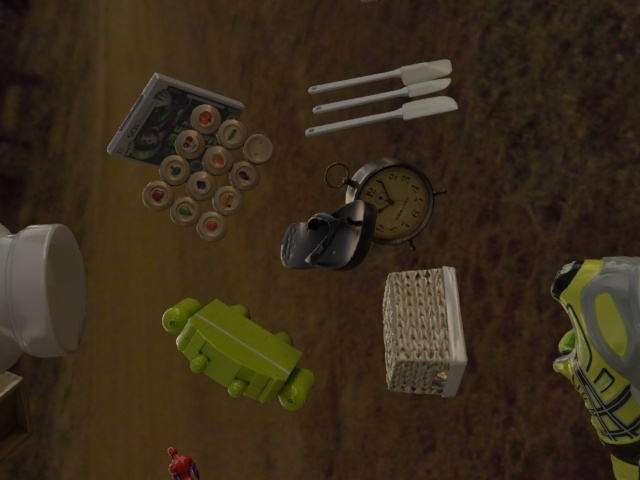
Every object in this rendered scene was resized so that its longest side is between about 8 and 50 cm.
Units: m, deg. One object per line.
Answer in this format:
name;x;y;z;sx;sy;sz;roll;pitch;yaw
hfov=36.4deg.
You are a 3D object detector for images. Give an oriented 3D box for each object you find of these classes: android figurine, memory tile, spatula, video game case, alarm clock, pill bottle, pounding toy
android figurine;-0.120;0.166;1.450;0.056;0.248;0.273;-58;-1;12
memory tile;-0.134;-0.081;1.170;0.148;0.113;0.012;-60;4;-9
spatula;0.095;-0.230;1.566;0.168;0.242;0.019;-89;-15;-47
video game case;-0.252;-0.197;1.710;0.173;0.190;0.022;-51;48;25
alarm clock;0.087;-0.069;1.470;0.129;0.192;0.064;-61;26;9
pill bottle;-0.387;0.060;0.967;0.162;0.278;0.162;-5;-90;-86
pounding toy;-0.499;0.243;1.430;0.130;0.100;0.141;-45;-37;-50

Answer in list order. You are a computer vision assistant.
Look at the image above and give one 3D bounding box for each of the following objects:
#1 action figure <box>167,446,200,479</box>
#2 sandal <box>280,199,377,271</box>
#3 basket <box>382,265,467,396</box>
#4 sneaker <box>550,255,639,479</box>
action figure;-0.164;0.312;1.224;0.115;0.038;0.030;64;150;5
sandal;0.000;0.001;1.428;0.254;0.054;0.097;-20;61;57
basket;0.149;0.134;1.427;0.113;0.103;0.167;95;174;-55
sneaker;0.360;0.157;1.137;0.145;0.147;0.384;-48;-42;-36
